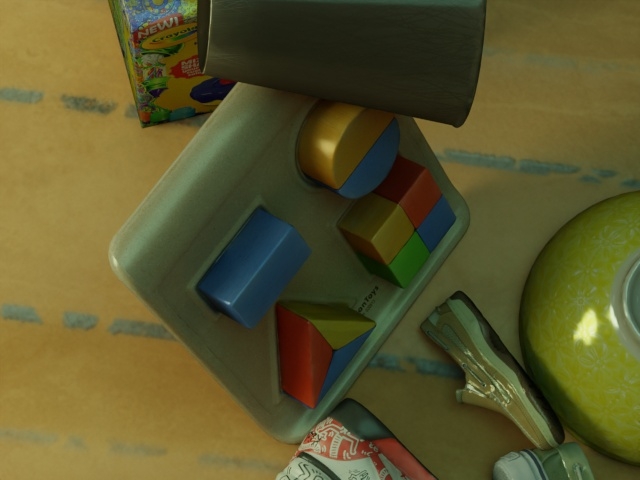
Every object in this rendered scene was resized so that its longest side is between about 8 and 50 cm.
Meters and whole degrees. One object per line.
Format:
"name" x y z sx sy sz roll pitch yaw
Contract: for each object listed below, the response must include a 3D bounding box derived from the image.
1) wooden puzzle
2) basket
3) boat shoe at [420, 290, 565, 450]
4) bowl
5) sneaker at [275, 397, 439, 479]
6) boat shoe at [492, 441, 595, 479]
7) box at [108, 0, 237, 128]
"wooden puzzle" 0.000 0.000 1.546 0.080 0.348 0.322 26 73 42
"basket" 0.013 -0.202 1.396 0.227 0.154 0.204 2 99 -10
"boat shoe" 0.168 0.142 1.640 0.072 0.068 0.190 -38 61 5
"bowl" 0.345 0.073 1.610 0.289 0.156 0.289 0 76 2
"sneaker" 0.074 0.293 1.589 0.270 0.090 0.145 43 79 9
"boat shoe" 0.263 0.336 1.584 0.094 0.109 0.302 -18 76 -11
"box" -0.062 -0.264 1.611 0.290 0.279 0.177 -14 76 -7
